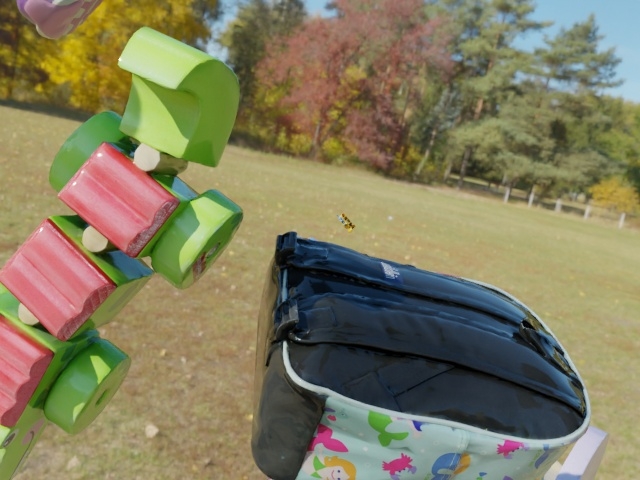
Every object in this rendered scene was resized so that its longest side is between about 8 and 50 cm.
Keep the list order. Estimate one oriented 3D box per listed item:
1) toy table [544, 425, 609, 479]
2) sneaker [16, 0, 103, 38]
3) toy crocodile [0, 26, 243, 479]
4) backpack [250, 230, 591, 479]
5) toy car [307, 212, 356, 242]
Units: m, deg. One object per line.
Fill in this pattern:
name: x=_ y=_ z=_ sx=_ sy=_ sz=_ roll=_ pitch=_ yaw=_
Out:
toy table: x=0.284 y=0.358 z=0.965 sx=0.160 sy=0.252 sz=0.274 roll=25 pitch=52 yaw=33
sneaker: x=-0.188 y=-0.262 z=0.531 sx=0.095 sy=0.237 sz=0.104 roll=-19 pitch=-47 yaw=42
toy crocodile: x=-0.157 y=0.028 z=0.422 sx=0.115 sy=0.341 sz=0.105 roll=38 pitch=10 yaw=4
backpack: x=0.073 y=0.119 z=0.542 sx=0.253 sy=0.191 sz=0.225 roll=8 pitch=29 yaw=-9
toy car: x=0.000 y=0.000 z=0.989 sx=0.041 sy=0.060 sz=0.122 roll=50 pitch=38 yaw=-3
